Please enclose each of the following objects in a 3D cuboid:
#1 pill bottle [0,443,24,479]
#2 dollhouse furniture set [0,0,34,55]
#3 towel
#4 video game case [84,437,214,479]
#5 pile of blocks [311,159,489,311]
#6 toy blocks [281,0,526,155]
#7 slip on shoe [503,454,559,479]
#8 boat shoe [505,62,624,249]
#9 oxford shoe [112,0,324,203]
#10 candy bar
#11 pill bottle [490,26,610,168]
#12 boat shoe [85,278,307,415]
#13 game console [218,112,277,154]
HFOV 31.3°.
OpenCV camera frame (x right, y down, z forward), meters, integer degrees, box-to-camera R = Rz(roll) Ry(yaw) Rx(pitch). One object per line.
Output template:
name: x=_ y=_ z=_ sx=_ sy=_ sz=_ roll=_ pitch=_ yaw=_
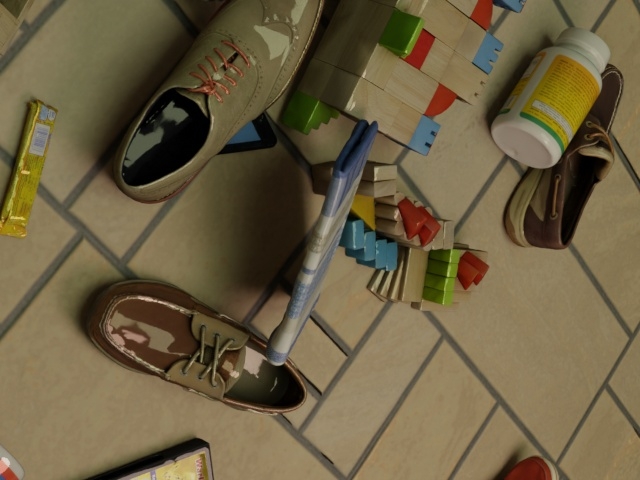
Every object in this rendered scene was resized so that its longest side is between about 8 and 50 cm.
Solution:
pill bottle: x=-0.433 y=0.291 z=1.212 sx=0.221 sy=0.124 sz=0.124 roll=-48 pitch=124 yaw=-21
dollhouse furniture set: x=-0.410 y=-0.254 z=1.153 sx=0.129 sy=0.129 sz=0.183 roll=-64 pitch=159 yaw=-10
towel: x=0.000 y=0.000 z=1.437 sx=0.209 sy=0.034 sz=0.285 roll=-61 pitch=171 yaw=-62
video game case: x=-0.237 y=0.419 z=1.456 sx=0.248 sy=0.035 sz=0.274 roll=-15 pitch=107 yaw=-36
pile of blocks: x=0.127 y=0.010 z=1.626 sx=0.362 sy=0.113 sz=0.149 roll=36 pitch=75 yaw=-37
toy blocks: x=0.141 y=-0.275 z=1.559 sx=0.261 sy=0.191 sz=0.381 roll=23 pitch=94 yaw=-48
slip on shoe: x=0.265 y=0.469 z=1.829 sx=0.331 sy=0.123 sz=0.101 roll=-45 pitch=119 yaw=-18
boat shoe: x=0.422 y=-0.135 z=1.832 sx=0.123 sy=0.123 sz=0.342 roll=41 pitch=73 yaw=-37
oxford shoe: x=-0.111 y=-0.180 z=1.318 sx=0.123 sy=0.130 sz=0.348 roll=36 pitch=91 yaw=-6
candy bar: x=-0.331 y=-0.081 z=1.294 sx=0.040 sy=0.018 sz=0.161 roll=16 pitch=88 yaw=-44
pill bottle: x=0.362 y=-0.225 z=1.771 sx=0.117 sy=0.118 sz=0.208 roll=46 pitch=69 yaw=-35
boat shoe: x=-0.140 y=0.137 z=1.427 sx=0.324 sy=0.116 sz=0.123 roll=26 pitch=82 yaw=-39
game console: x=-0.109 y=-0.171 z=1.421 sx=0.122 sy=0.071 sz=0.107 roll=-11 pitch=66 yaw=-37
